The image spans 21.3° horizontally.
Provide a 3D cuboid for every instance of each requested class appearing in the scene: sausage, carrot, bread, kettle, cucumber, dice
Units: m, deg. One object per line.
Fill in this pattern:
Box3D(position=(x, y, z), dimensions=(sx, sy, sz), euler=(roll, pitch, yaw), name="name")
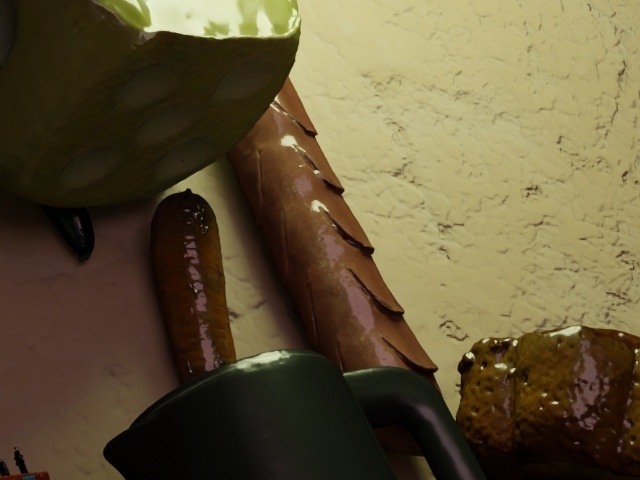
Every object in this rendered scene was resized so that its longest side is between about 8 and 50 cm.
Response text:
Box3D(position=(-0.001, 0.001, 1.447), dimensions=(0.088, 0.088, 0.433), euler=(-13, 65, -30), name="sausage")
Box3D(position=(-0.104, 0.047, 1.387), dimensions=(0.060, 0.060, 0.186), euler=(2, 64, -23), name="carrot")
Box3D(position=(0.232, 0.148, 1.372), dimensions=(0.247, 0.232, 0.135), euler=(26, 62, -16), name="bread")
Box3D(position=(0.018, 0.237, 1.217), dimensions=(0.262, 0.203, 0.308), euler=(-23, 65, -4), name="kettle")
Box3D(position=(-0.235, -0.063, 1.413), dimensions=(0.184, 0.033, 0.036), euler=(53, 33, 15), name="cucumber")
Box3D(position=(-0.178, -0.179, 1.361), dimensions=(0.233, 0.227, 0.238), euler=(-7, 59, -46), name="dice")

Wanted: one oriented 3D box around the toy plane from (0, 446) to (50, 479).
Box3D(position=(-0.242, 0.180, 1.180), dimensions=(0.130, 0.061, 0.189), euler=(-55, 135, -38), name="toy plane")
